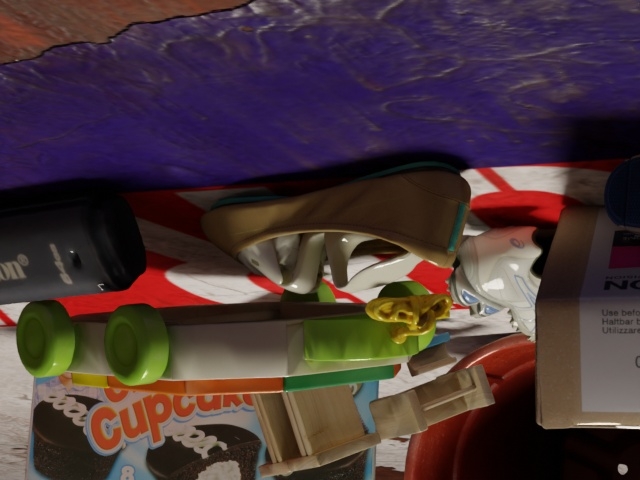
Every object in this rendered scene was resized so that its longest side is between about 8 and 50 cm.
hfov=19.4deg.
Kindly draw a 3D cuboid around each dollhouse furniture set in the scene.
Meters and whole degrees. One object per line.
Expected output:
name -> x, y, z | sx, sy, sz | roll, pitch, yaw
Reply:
dollhouse furniture set -> 0.029, 0.118, 1.661 | 0.184, 0.129, 0.129 | -17, 177, -28

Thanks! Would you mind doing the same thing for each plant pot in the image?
plant pot -> 0.263, 0.229, 1.770 | 0.272, 0.272, 0.265 | -6, 171, 32

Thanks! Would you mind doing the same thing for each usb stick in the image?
usb stick -> -0.244, 0.013, 1.347 | 0.278, 0.077, 0.045 | -7, -163, 34

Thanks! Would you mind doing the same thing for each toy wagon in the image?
toy wagon -> -0.042, 0.070, 1.354 | 0.267, 0.068, 0.344 | -4, -178, -39

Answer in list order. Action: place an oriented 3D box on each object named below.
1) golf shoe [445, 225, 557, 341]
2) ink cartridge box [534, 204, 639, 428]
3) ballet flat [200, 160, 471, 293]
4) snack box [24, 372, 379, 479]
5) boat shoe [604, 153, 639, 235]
golf shoe -> 0.165, 0.027, 1.342 | 0.086, 0.069, 0.176 | -23, 160, 32
ink cartridge box -> 0.257, 0.043, 1.162 | 0.235, 0.088, 0.193 | 0, -163, 12
ballet flat -> 0.000, 0.000, 1.239 | 0.080, 0.073, 0.232 | 16, 161, -41
snack box -> -0.108, 0.178, 1.743 | 0.322, 0.187, 0.060 | 2, 166, 4
boat shoe -> 0.264, -0.028, 1.113 | 0.183, 0.066, 0.066 | 5, 175, 37
